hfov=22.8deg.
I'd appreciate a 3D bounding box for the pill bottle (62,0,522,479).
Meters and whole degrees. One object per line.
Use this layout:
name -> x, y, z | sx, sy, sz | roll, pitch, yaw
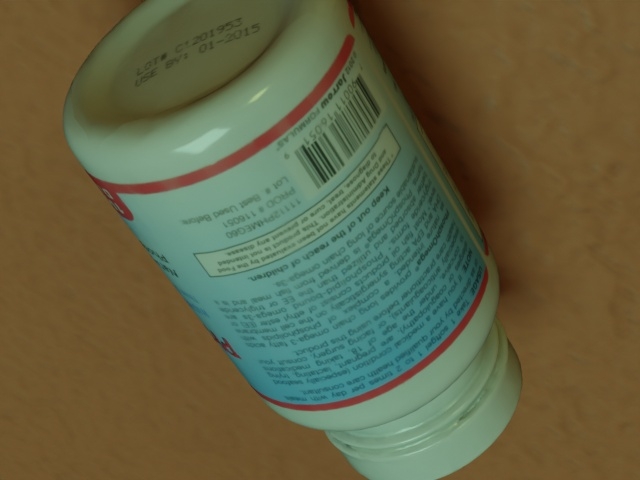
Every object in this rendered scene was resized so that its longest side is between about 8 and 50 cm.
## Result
pill bottle -> 0.000, 0.000, 0.476 | 0.087, 0.087, 0.160 | -12, 130, 28
